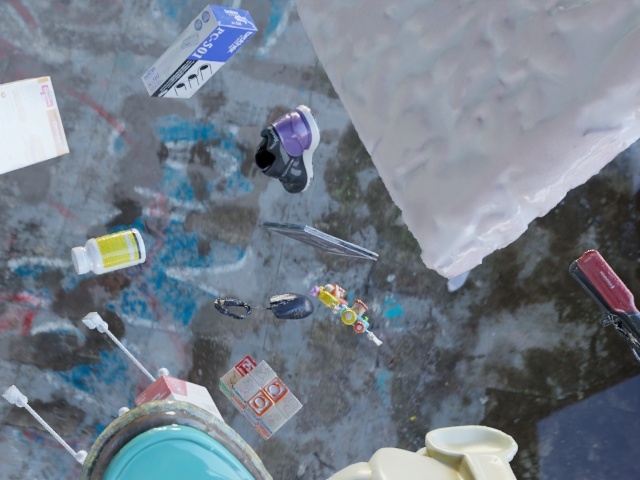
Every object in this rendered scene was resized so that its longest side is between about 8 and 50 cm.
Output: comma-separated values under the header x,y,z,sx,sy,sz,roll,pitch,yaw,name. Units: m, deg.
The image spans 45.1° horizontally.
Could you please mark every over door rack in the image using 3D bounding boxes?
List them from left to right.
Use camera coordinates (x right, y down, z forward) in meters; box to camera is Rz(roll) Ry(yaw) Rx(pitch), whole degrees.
x,y,z,sx,sy,sz,roll,pitch,yaw,name
-0.426,0.320,1.522,0.324,0.108,0.239,43,58,2,over door rack

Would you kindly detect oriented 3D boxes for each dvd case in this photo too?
x,y,z,sx,sy,sz,roll,pitch,yaw,name
0.000,0.000,1.754,0.221,0.165,0.018,23,80,-36,dvd case

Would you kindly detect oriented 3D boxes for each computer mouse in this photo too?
x,y,z,sx,sy,sz,roll,pitch,yaw,name
-0.123,0.144,1.752,0.242,0.041,0.071,2,48,-28,computer mouse

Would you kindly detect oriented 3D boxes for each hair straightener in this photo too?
x,y,z,sx,sy,sz,roll,pitch,yaw,name
0.468,0.117,1.178,0.047,0.089,0.230,-40,80,-12,hair straightener

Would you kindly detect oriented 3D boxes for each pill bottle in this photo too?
x,y,z,sx,sy,sz,roll,pitch,yaw,name
-0.373,0.023,1.353,0.116,0.065,0.065,-16,69,-27,pill bottle

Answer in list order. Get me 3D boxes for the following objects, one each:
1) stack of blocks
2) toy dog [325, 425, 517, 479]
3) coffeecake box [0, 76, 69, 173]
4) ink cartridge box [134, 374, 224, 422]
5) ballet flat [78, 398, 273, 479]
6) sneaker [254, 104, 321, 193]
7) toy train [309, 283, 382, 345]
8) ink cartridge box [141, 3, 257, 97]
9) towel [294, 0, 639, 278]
x,y,z,sx,sy,sz,roll,pitch,yaw,name
-0.141,0.351,1.737,0.087,0.297,0.171,-41,82,-17,stack of blocks
0.174,0.561,1.272,0.396,0.284,0.407,2,109,-17,toy dog
-0.550,-0.198,1.346,0.068,0.142,0.185,5,23,37,coffeecake box
-0.183,0.303,1.143,0.067,0.115,0.198,-43,55,7,ink cartridge box
-0.058,0.232,0.497,0.123,0.123,0.348,-30,114,-15,ballet flat
-0.086,-0.175,1.614,0.124,0.283,0.107,-26,70,-16,sneaker
0.050,0.118,1.387,0.046,0.125,0.166,-54,47,1,toy train
-0.214,-0.325,1.347,0.097,0.207,0.046,-11,71,-53,ink cartridge box
0.140,-0.188,0.502,0.332,0.053,0.316,-42,51,24,towel
